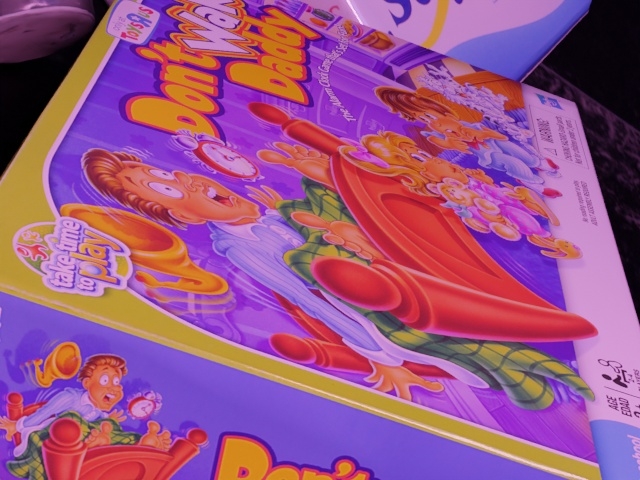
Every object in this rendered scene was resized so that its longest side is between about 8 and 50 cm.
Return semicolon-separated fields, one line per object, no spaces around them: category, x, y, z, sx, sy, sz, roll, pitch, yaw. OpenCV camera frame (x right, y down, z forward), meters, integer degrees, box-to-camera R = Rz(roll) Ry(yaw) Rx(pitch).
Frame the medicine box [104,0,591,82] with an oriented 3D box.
medicine box;0.000;-0.196;0.862;0.289;0.149;0.263;58;39;-10

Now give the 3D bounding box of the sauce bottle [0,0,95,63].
sauce bottle;-0.189;-0.259;0.705;0.111;0.111;0.344;-4;74;-50

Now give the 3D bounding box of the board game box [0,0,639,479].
board game box;0.000;0.000;0.576;0.233;0.078;0.347;19;26;-6
